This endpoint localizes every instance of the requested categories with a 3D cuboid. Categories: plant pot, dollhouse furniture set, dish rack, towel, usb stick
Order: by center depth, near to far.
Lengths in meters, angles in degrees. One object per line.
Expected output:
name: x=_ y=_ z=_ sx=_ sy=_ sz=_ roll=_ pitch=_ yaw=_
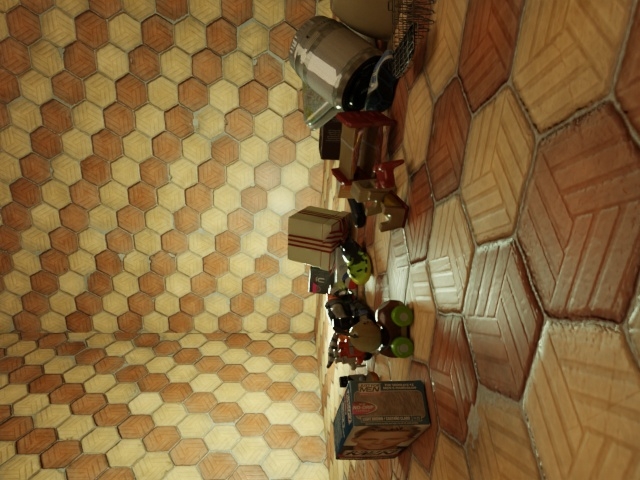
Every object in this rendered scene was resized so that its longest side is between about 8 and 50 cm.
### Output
dish rack: x=0.213 y=-0.531 z=1.063 sx=0.208 sy=0.074 sz=0.272 roll=-160 pitch=69 yaw=-86
dollhouse furniture set: x=0.169 y=-0.212 z=1.284 sx=0.374 sy=0.152 sz=0.201 roll=-123 pitch=31 yaw=-49
plant pot: x=0.129 y=-0.767 z=1.376 sx=0.284 sy=0.190 sz=0.284 roll=-178 pitch=90 yaw=-84
towel: x=0.067 y=-0.632 z=1.720 sx=0.374 sy=0.090 sz=0.321 roll=-32 pitch=51 yaw=39
usb stick: x=0.145 y=-0.142 z=1.877 sx=0.278 sy=0.045 sz=0.077 roll=-98 pitch=12 yaw=-60

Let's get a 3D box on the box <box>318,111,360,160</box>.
box: x=0.082 y=-0.469 z=1.967 sx=0.167 sy=0.168 sz=0.203 roll=-99 pitch=12 yaw=-63

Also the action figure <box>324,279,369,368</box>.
action figure: x=0.090 y=0.317 z=1.728 sx=0.341 sy=0.178 sz=0.330 roll=130 pitch=131 yaw=-84

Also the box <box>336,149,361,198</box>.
box: x=0.129 y=-0.230 z=1.589 sx=0.170 sy=0.130 sz=0.091 roll=99 pitch=172 yaw=-59

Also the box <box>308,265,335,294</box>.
box: x=0.029 y=0.128 z=2.315 sx=0.270 sy=0.143 sz=0.165 roll=-77 pitch=-7 yaw=-53

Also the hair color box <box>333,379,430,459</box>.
hair color box: x=0.135 y=0.454 z=1.122 sx=0.347 sy=0.173 sz=0.105 roll=97 pitch=171 yaw=-53

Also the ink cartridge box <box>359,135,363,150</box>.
ink cartridge box: x=0.143 y=-0.338 z=1.702 sx=0.208 sy=0.086 sz=0.153 roll=103 pitch=167 yaw=-64

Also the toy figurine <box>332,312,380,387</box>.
toy figurine: x=0.125 y=0.367 z=1.501 sx=0.213 sy=0.148 sz=0.210 roll=-107 pitch=13 yaw=-68

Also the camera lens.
camera lens: x=0.059 y=-0.562 z=1.458 sx=0.274 sy=0.219 sz=0.219 roll=44 pitch=154 yaw=21

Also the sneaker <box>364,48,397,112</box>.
sneaker: x=0.187 y=-0.470 z=1.356 sx=0.211 sy=0.080 sz=0.081 roll=116 pitch=163 yaw=-55

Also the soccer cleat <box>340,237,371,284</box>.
soccer cleat: x=0.148 y=0.095 z=1.716 sx=0.121 sy=0.093 sz=0.289 roll=60 pitch=-175 yaw=-26

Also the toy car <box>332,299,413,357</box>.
toy car: x=0.127 y=0.228 z=1.170 sx=0.155 sy=0.188 sz=0.149 roll=141 pitch=130 yaw=-83

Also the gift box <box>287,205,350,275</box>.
gift box: x=0.000 y=0.000 z=2.114 sx=0.276 sy=0.258 sz=0.255 roll=-44 pitch=-40 yaw=-55

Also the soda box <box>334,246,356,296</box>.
soda box: x=0.108 y=0.172 z=1.961 sx=0.098 sy=0.091 sz=0.286 roll=134 pitch=137 yaw=-85
